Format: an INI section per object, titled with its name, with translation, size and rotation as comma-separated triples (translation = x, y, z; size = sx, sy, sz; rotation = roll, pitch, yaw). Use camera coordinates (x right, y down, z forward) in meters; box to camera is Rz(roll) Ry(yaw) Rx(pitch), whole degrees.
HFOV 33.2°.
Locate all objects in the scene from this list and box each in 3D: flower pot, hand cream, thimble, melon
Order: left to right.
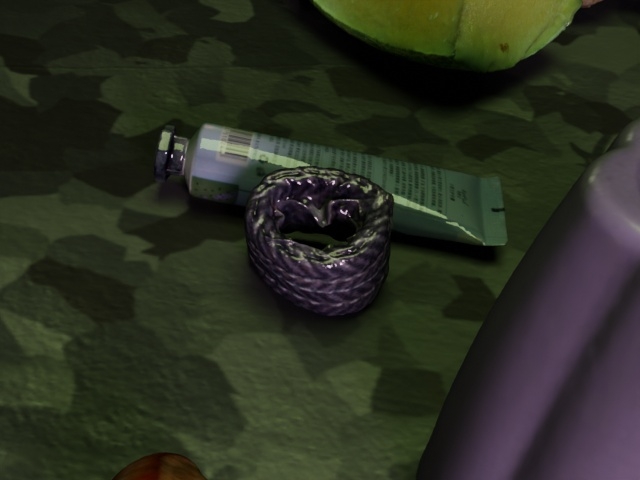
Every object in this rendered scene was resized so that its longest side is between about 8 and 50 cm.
[thimble]
translation = -0.002, 0.000, 0.752
size = 0.104, 0.066, 0.095
rotation = 6, 48, 4
[hand cream]
translation = 0.009, -0.043, 0.827
size = 0.271, 0.058, 0.091
rotation = 9, 35, -3
[melon]
translation = 0.076, -0.269, 1.065
size = 0.323, 0.124, 0.196
rotation = 30, 42, 35
[flower pot]
translation = 0.204, 0.075, 0.560
size = 0.265, 0.243, 0.265
rotation = 7, 38, -5

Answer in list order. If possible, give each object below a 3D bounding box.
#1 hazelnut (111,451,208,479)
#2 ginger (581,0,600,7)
[hazelnut]
translation = -0.087, 0.154, 0.548
size = 0.086, 0.086, 0.086
rotation = 4, 38, -4
[ginger]
translation = 0.269, -0.298, 1.164
size = 0.333, 0.080, 0.166
rotation = 1, 27, -12
